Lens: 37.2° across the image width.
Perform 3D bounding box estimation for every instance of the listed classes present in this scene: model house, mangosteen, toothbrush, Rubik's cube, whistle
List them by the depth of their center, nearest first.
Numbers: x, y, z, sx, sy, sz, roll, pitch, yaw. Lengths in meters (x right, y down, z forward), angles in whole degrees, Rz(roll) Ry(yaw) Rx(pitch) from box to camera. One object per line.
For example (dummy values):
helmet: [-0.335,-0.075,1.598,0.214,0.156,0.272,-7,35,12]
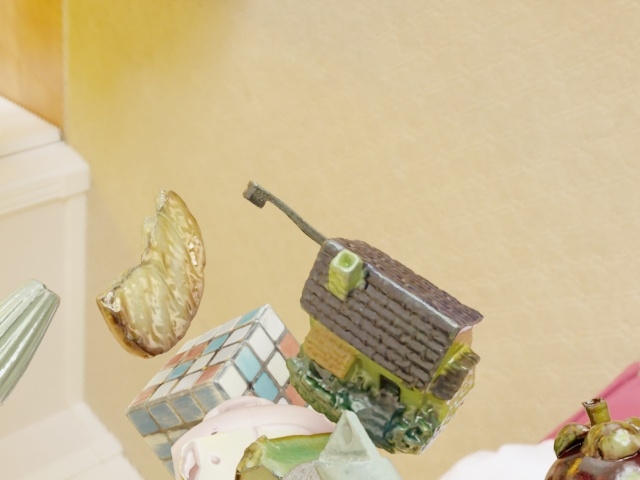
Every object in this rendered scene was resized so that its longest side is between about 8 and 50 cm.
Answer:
whistle: [0.072,0.251,0.696,0.312,0.062,0.062,-124,33,-47]
model house: [0.069,0.111,1.053,0.194,0.170,0.211,34,156,23]
mangosteen: [0.345,0.285,1.126,0.200,0.200,0.199,28,129,41]
toothbrush: [0.000,0.000,1.493,0.297,0.030,0.030,36,177,-21]
Rubik's cube: [-0.163,0.317,1.810,0.259,0.253,0.256,-24,107,36]

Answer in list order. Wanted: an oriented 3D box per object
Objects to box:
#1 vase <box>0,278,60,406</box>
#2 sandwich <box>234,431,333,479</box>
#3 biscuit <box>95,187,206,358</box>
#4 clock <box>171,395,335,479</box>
vase: [-0.524,0.172,1.553,0.128,0.248,0.128,26,151,15]
sandwich: [-0.023,0.259,1.002,0.063,0.212,0.244,28,127,21]
biscuit: [-0.246,0.057,1.482,0.045,0.299,0.154,-24,120,33]
clock: [-0.063,0.412,1.332,0.376,0.251,0.368,97,160,-54]
